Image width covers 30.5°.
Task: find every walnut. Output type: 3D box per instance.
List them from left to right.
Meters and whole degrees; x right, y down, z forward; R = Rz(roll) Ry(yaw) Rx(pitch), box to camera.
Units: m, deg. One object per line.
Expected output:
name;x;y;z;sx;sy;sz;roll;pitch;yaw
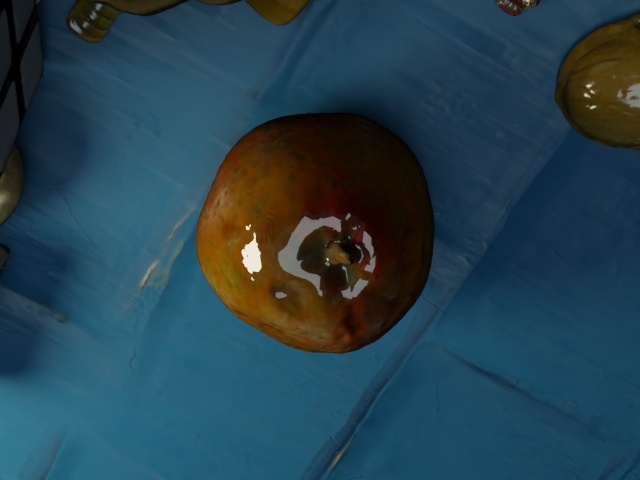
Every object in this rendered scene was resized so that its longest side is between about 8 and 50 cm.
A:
walnut;0.378;-0.169;1.330;0.211;0.087;0.167;-14;116;6

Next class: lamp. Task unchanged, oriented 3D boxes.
lamp;0.232;-0.289;1.312;0.063;0.031;0.083;29;113;-10

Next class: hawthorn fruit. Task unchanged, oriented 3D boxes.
hawthorn fruit;0.000;0.000;1.288;0.277;0.298;0.277;-2;103;-9

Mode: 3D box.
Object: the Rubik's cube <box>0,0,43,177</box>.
Rubik's cube;-0.463;-0.201;1.148;0.305;0.304;0.301;7;140;-1

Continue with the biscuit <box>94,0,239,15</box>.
biscuit;-0.160;-0.405;1.179;0.381;0.074;0.359;10;93;12

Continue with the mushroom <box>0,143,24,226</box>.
mushroom;-0.426;-0.075;1.348;0.166;0.127;0.166;-1;110;-3

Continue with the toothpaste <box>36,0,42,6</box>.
toothpaste;-0.279;-0.327;1.290;0.196;0.040;0.047;-43;105;16

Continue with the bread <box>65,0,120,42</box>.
bread;-0.248;-0.263;1.320;0.049;0.034;0.088;36;108;-20

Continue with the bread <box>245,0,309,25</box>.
bread;-0.099;-0.337;1.268;0.239;0.074;0.092;42;112;-15

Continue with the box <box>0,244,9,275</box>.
box;-0.532;0.067;1.422;0.251;0.106;0.203;24;112;-8
